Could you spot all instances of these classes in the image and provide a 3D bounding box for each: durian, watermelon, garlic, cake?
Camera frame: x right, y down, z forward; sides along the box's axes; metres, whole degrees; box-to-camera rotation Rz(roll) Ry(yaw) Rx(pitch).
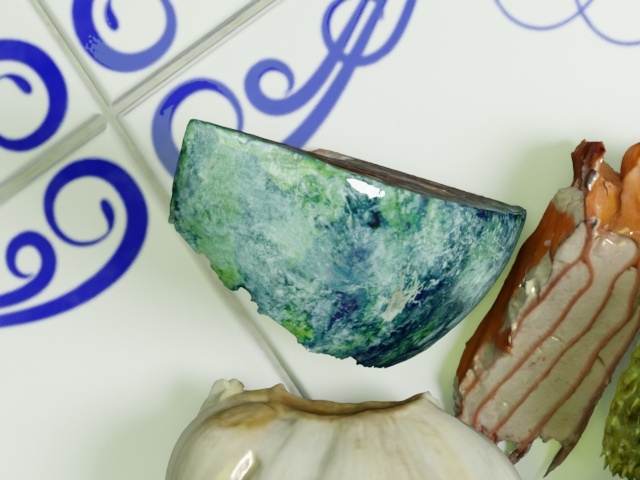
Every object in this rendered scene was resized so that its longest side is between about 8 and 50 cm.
[{"bbox_3d":[0.270,0.114,1.163,0.108,0.119,0.187,19,110,22],"label":"durian"},{"bbox_3d":[0.000,0.000,1.187,0.226,0.318,0.148,33,103,48],"label":"watermelon"},{"bbox_3d":[0.015,0.223,1.208,0.281,0.185,0.203,-2,113,7],"label":"garlic"},{"bbox_3d":[0.178,0.055,1.217,0.098,0.135,0.287,20,104,-6],"label":"cake"}]
